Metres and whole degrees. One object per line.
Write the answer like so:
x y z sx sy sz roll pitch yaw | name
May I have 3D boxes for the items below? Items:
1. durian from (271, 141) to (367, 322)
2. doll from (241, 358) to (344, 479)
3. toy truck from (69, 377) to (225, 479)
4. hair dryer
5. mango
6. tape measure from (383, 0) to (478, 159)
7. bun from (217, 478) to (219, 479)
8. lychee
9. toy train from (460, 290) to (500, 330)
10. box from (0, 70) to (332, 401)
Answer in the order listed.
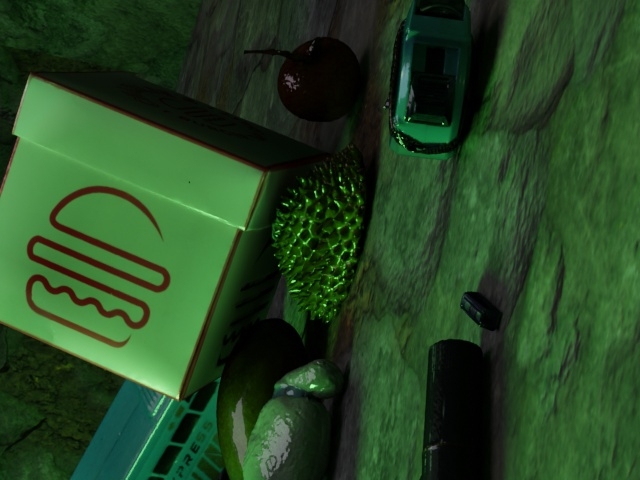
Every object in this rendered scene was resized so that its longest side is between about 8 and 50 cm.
-0.009 0.002 1.880 0.137 0.095 0.221 -90 9 -48 | durian
-0.036 0.226 1.790 0.103 0.071 0.214 18 93 37 | doll
-0.213 0.280 2.280 0.385 0.162 0.161 -59 36 22 | toy truck
0.086 0.195 1.322 0.195 0.050 0.173 111 168 -57 | hair dryer
-0.066 0.195 1.924 0.133 0.111 0.268 114 162 -47 | mango
0.099 -0.138 1.481 0.125 0.081 0.146 99 178 -71 | tape measure
-0.185 0.390 2.445 0.141 0.083 0.141 -164 90 -88 | bun
-0.007 -0.193 1.992 0.101 0.114 0.140 62 -176 15 | lychee
0.124 0.054 1.319 0.083 0.017 0.017 -129 52 -77 | toy train
-0.204 -0.017 2.009 0.314 0.312 0.300 -22 -47 -75 | box
